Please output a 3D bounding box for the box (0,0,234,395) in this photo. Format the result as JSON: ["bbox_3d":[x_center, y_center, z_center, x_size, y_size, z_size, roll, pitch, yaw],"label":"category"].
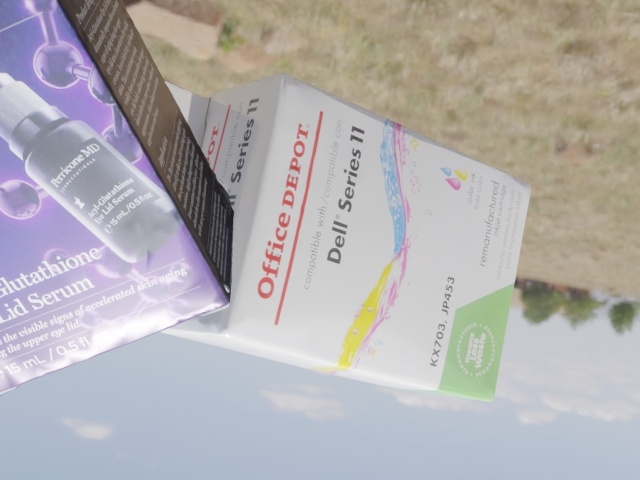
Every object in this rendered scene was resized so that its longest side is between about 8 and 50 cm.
[{"bbox_3d":[-0.156,-0.043,0.517,0.153,0.207,0.108,-22,-150,9],"label":"box"}]

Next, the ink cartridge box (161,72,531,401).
[{"bbox_3d":[0.000,0.000,0.787,0.353,0.207,0.119,18,169,-34],"label":"ink cartridge box"}]
